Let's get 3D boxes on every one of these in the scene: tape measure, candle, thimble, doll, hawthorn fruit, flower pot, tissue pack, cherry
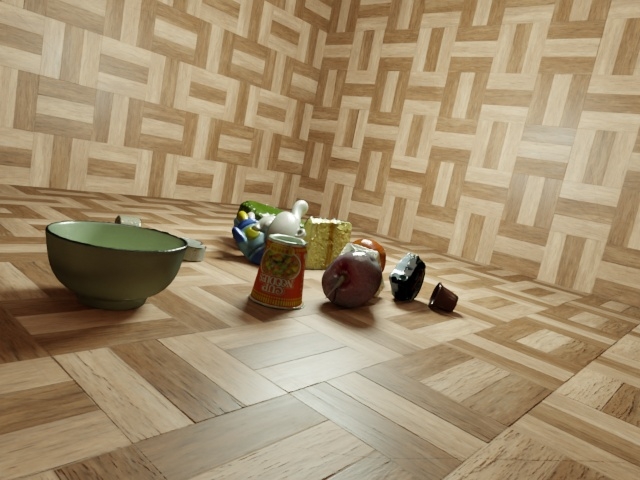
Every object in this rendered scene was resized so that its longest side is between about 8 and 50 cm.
[{"bbox_3d":[0.348,0.152,1.912,0.107,0.181,0.182,19,48,27],"label":"tape measure"},{"bbox_3d":[-0.553,0.029,1.930,0.168,0.068,0.192,11,6,-21],"label":"candle"},{"bbox_3d":[-0.817,-0.055,2.024,0.090,0.102,0.115,5,18,-36],"label":"thimble"},{"bbox_3d":[-0.234,-0.014,2.095,0.365,0.187,0.376,-3,29,15],"label":"doll"},{"bbox_3d":[0.215,0.086,2.150,0.196,0.197,0.225,17,2,32],"label":"hawthorn fruit"},{"bbox_3d":[0.487,0.229,1.871,0.089,0.111,0.111,24,10,4],"label":"flower pot"},{"bbox_3d":[0.163,0.118,1.856,0.148,0.196,0.092,16,53,30],"label":"tissue pack"},{"bbox_3d":[0.112,0.135,1.658,0.213,0.184,0.266,-30,-12,15],"label":"cherry"}]

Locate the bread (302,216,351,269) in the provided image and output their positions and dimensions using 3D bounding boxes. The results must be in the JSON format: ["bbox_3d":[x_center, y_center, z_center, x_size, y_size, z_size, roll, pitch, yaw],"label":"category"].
[{"bbox_3d":[0.000,0.000,2.247,0.263,0.236,0.198,4,11,-40],"label":"bread"}]

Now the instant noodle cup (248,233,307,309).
[{"bbox_3d":[-0.123,0.096,1.565,0.193,0.212,0.193,11,8,-2],"label":"instant noodle cup"}]

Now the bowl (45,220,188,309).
[{"bbox_3d":[-0.547,0.071,1.281,0.353,0.185,0.354,11,9,-2],"label":"bowl"}]

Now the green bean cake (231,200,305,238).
[{"bbox_3d":[-0.256,-0.050,2.415,0.319,0.218,0.335,15,12,-26],"label":"green bean cake"}]
